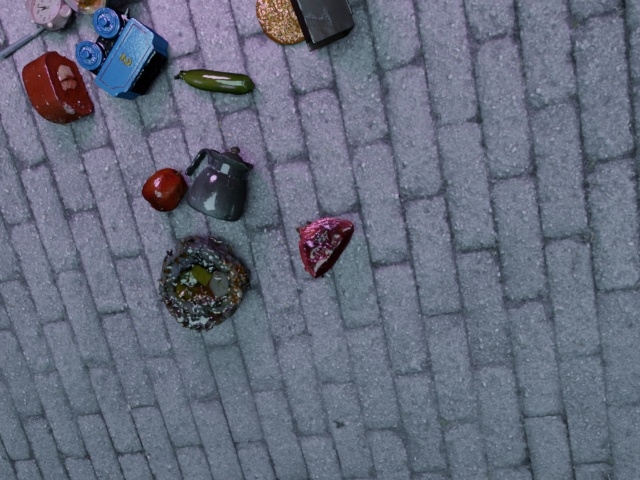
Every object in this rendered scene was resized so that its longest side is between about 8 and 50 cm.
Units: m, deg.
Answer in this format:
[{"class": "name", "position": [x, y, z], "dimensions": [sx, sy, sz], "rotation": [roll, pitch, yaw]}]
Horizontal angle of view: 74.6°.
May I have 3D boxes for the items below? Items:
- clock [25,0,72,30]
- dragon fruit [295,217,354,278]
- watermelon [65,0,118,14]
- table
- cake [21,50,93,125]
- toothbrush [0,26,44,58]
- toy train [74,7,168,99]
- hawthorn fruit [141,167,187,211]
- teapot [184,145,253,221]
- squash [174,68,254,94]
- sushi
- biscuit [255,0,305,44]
[{"class": "clock", "position": [-1.075, -0.918, 1.676], "dimensions": [0.230, 0.063, 0.155], "rotation": [16, 91, 16]}, {"class": "dragon fruit", "position": [0.000, 0.000, 1.698], "dimensions": [0.212, 0.134, 0.262], "rotation": [39, 90, 11]}, {"class": "watermelon", "position": [-0.853, -0.969, 1.607], "dimensions": [0.322, 0.188, 0.175], "rotation": [32, 135, 16]}, {"class": "table", "position": [0.010, -0.797, 1.462], "dimensions": [0.173, 0.169, 0.193], "rotation": [-23, 105, 0]}, {"class": "cake", "position": [-1.066, -0.613, 1.702], "dimensions": [0.151, 0.177, 0.282], "rotation": [-16, 98, 12]}, {"class": "toothbrush", "position": [-1.213, -0.844, 1.752], "dimensions": [0.343, 0.025, 0.030], "rotation": [-20, 74, 13]}, {"class": "toy train", "position": [-0.757, -0.722, 1.629], "dimensions": [0.265, 0.188, 0.300], "rotation": [37, 103, -5]}, {"class": "hawthorn fruit", "position": [-0.637, -0.203, 1.734], "dimensions": [0.179, 0.173, 0.173], "rotation": [-39, 95, -29]}, {"class": "teapot", "position": [-0.397, -0.250, 1.692], "dimensions": [0.224, 0.305, 0.285], "rotation": [18, 100, -32]}, {"class": "squash", "position": [-0.420, -0.623, 1.641], "dimensions": [0.332, 0.087, 0.087], "rotation": [11, 104, 8]}, {"class": "sushi", "position": [-0.502, 0.172, 1.784], "dimensions": [0.418, 0.176, 0.417], "rotation": [2, 103, 9]}, {"class": "biscuit", "position": [-0.120, -0.859, 1.562], "dimensions": [0.254, 0.035, 0.253], "rotation": [2, 103, 9]}]
